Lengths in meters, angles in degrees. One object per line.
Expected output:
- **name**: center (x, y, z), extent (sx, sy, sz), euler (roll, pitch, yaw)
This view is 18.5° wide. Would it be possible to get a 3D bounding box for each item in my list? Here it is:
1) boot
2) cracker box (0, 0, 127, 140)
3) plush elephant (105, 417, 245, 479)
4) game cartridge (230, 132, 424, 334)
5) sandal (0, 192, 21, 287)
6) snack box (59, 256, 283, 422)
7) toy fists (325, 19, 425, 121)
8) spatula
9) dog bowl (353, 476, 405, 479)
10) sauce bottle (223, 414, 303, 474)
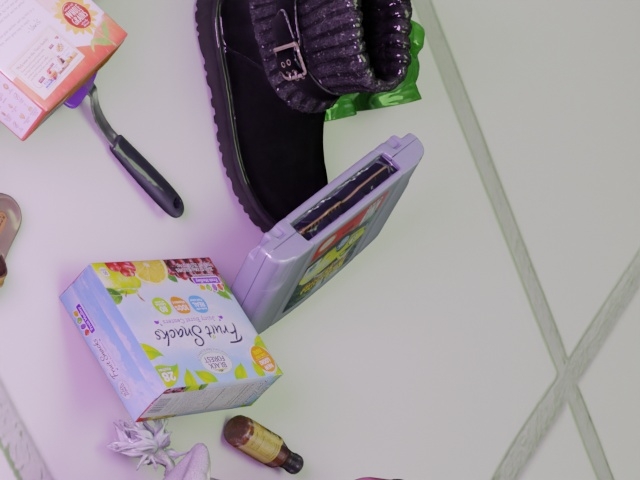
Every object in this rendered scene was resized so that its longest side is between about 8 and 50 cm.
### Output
- **boot**: center (0.002, -0.167, 2.344), extent (0.131, 0.260, 0.348), euler (-37, 116, -49)
- **cracker box**: center (-0.330, -0.231, 1.975), extent (0.232, 0.067, 0.156), euler (43, 47, -4)
- **plush elephant**: center (-0.159, 0.345, 2.080), extent (0.330, 0.272, 0.255), euler (53, 24, 4)
- **game cartridge**: center (0.000, 0.000, 2.388), extent (0.060, 0.196, 0.294), euler (45, 52, 9)
- **sandal**: center (-0.346, 0.025, 2.025), extent (0.072, 0.049, 0.180), euler (50, 49, -39)
- **snack box**: center (-0.163, 0.107, 2.183), extent (0.207, 0.070, 0.174), euler (-2, 53, -53)
- **toy fists**: center (0.045, -0.236, 2.553), extent (0.279, 0.096, 0.142), euler (-18, 100, -52)
- **spatula**: center (-0.237, -0.129, 2.207), extent (0.296, 0.030, 0.084), euler (54, 44, -36)
- **dog bowl**: center (0.052, 0.453, 2.266), extent (0.150, 0.408, 0.408), euler (24, 62, -13)
- **sauce bottle**: center (-0.067, 0.251, 2.393), extent (0.128, 0.042, 0.042), euler (39, 56, -48)
